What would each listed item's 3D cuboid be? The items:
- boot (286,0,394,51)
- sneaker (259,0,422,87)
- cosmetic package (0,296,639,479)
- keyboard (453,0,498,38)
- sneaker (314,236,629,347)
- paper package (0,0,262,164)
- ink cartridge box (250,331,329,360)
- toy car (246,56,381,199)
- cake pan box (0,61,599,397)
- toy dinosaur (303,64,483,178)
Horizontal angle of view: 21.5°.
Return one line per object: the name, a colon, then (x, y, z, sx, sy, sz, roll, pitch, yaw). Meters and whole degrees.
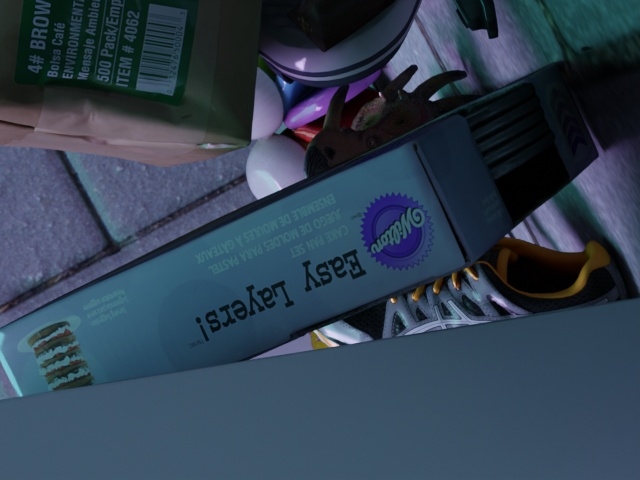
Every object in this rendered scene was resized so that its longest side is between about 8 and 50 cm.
boot: (0.034, -0.152, 0.923, 0.037, 0.114, 0.106, 61, 175, 21)
sneaker: (0.004, -0.169, 1.127, 0.321, 0.126, 0.127, -106, -3, -54)
cosmetic package: (0.003, 0.123, 0.847, 0.284, 0.377, 0.097, 138, 122, -67)
keyboard: (0.022, -0.214, 0.712, 0.201, 0.033, 0.317, 57, -168, -21)
sneaker: (0.095, 0.034, 1.072, 0.084, 0.215, 0.083, -72, -23, -50)
paper package: (-0.135, -0.216, 1.037, 0.309, 0.168, 0.325, 180, 96, -76)
ink cartridge box: (0.008, 0.088, 1.740, 0.197, 0.270, 0.198, 57, 175, 39)
toy car: (0.003, -0.120, 1.483, 0.136, 0.159, 0.182, -6, 118, 47)
cake pan box: (0.000, 0.000, 0.875, 0.070, 0.267, 0.246, 64, -152, -5)
toy dinosaur: (0.069, -0.049, 1.223, 0.295, 0.127, 0.200, -89, -20, -73)
